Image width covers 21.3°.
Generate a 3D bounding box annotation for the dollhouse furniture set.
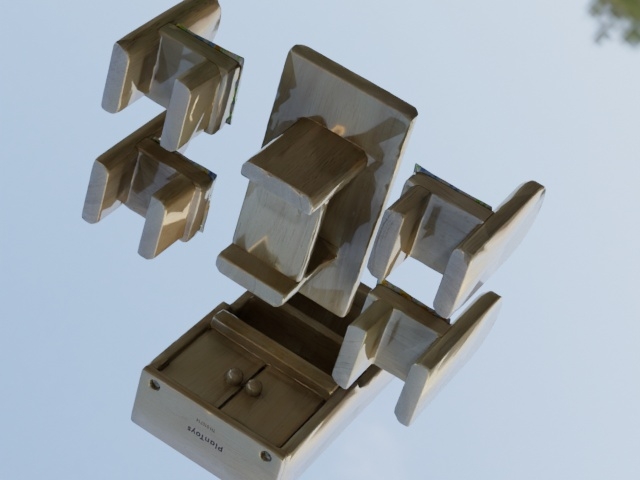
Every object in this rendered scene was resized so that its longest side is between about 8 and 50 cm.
[{"bbox_3d":[0.000,0.000,0.936,0.212,0.242,0.161,31,-139,16],"label":"dollhouse furniture set"}]
